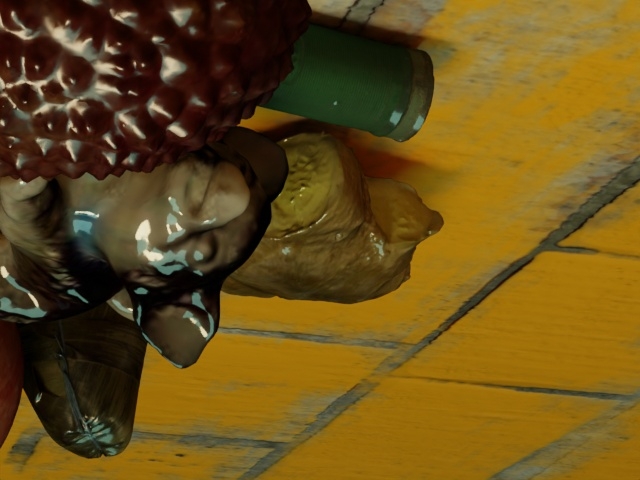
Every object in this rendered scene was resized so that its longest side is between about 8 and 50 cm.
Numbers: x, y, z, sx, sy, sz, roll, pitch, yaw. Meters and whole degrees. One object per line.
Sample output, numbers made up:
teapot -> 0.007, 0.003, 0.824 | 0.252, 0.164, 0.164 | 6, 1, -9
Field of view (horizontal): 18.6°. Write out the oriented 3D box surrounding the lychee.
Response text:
lychee -> -0.137, -0.151, 1.118 | 0.264, 0.264, 0.300 | -7, 140, 16

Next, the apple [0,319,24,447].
apple -> -0.423, 0.112, 1.703 | 0.345, 0.269, 0.345 | 29, 145, 22

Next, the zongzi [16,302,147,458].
zongzi -> -0.276, 0.100, 1.834 | 0.242, 0.221, 0.112 | -5, 145, 16

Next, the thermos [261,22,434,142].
thermos -> -0.014, -0.129, 1.453 | 0.188, 0.083, 0.073 | 12, 114, -27

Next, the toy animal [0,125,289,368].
toy animal -> -0.148, -0.018, 1.486 | 0.303, 0.194, 0.344 | 30, 158, -30

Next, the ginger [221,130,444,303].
ginger -> 0.000, 0.000, 1.701 | 0.219, 0.123, 0.270 | -15, 151, 26
